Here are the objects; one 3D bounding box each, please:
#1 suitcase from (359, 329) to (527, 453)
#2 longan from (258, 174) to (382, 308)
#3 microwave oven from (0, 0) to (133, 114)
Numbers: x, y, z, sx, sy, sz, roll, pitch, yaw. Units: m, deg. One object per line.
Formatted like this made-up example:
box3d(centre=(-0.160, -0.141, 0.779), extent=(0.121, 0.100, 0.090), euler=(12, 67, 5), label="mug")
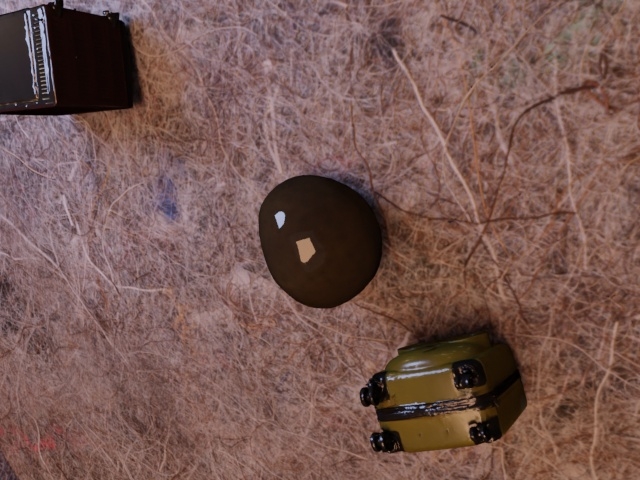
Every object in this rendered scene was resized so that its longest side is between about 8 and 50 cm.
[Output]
box3d(centre=(0.193, 0.227, 0.822), extent=(0.194, 0.235, 0.143), euler=(-21, 79, 32), label="suitcase")
box3d(centre=(0.000, 0.000, 0.857), extent=(0.197, 0.196, 0.220), euler=(-16, 95, 32), label="longan")
box3d(centre=(-0.495, -0.328, 1.000), extent=(0.247, 0.188, 0.178), euler=(4, 105, 31), label="microwave oven")
